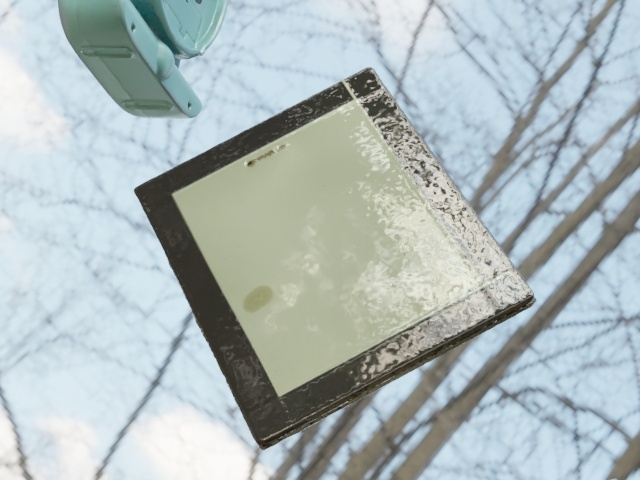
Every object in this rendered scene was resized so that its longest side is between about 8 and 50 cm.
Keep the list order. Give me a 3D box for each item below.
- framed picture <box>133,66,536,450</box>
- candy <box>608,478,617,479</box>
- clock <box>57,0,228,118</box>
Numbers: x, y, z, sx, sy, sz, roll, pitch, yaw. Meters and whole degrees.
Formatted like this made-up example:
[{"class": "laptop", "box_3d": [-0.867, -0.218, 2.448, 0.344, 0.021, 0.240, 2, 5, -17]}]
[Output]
[{"class": "framed picture", "box_3d": [0.000, 0.000, 1.328, 0.347, 0.265, 0.016, 58, -5, 42]}, {"class": "candy", "box_3d": [0.298, 0.398, 1.812, 0.157, 0.306, 0.100, -20, -86, 18]}, {"class": "clock", "box_3d": [-0.081, -0.144, 0.756, 0.045, 0.147, 0.108, 4, -24, 20]}]
